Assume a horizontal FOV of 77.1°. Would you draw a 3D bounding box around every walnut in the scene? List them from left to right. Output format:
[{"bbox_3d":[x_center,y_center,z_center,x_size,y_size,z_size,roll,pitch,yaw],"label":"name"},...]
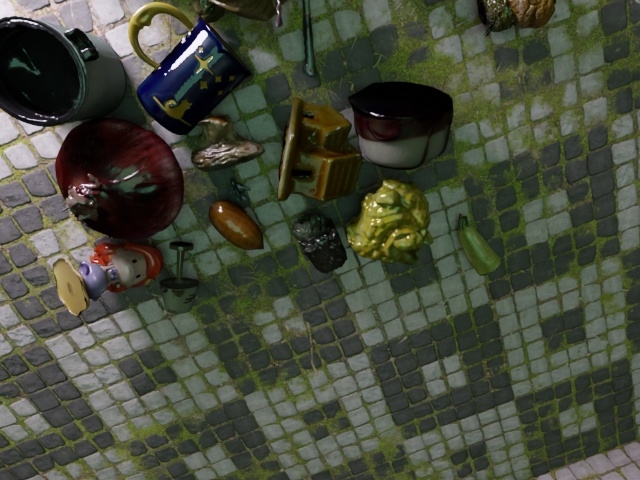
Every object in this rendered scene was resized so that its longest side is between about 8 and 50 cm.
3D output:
[{"bbox_3d":[-0.284,-0.604,1.023,0.092,0.092,0.092,-2,111,-6],"label":"walnut"},{"bbox_3d":[-0.249,-0.042,1.220,0.207,0.116,0.116,41,101,-13],"label":"walnut"}]

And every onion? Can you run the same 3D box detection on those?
[{"bbox_3d":[-0.547,-0.144,1.057,0.347,0.285,0.348,5,119,10],"label":"onion"}]

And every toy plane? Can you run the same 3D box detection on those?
[{"bbox_3d":[-0.255,-0.154,1.220,0.078,0.031,0.083,-21,112,1],"label":"toy plane"}]

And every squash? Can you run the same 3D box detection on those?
[{"bbox_3d":[0.518,0.005,1.349,0.094,0.094,0.224,-34,104,6],"label":"squash"}]

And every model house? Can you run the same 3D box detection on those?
[{"bbox_3d":[0.007,-0.243,1.142,0.238,0.173,0.268,10,112,-9],"label":"model house"}]

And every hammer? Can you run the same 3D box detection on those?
[{"bbox_3d":[-0.037,-0.596,1.080,0.111,0.033,0.288,-4,111,-4],"label":"hammer"}]

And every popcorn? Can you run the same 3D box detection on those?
[{"bbox_3d":[0.222,-0.054,1.213,0.241,0.235,0.250,-2,133,-31],"label":"popcorn"}]

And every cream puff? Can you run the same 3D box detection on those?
[{"bbox_3d":[0.501,-0.628,1.068,0.168,0.183,0.183,-23,112,16],"label":"cream puff"}]

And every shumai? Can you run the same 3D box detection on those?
[{"bbox_3d":[-0.268,-0.271,1.105,0.209,0.161,0.153,-6,115,25],"label":"shumai"}]

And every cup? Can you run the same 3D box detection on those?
[{"bbox_3d":[-0.357,-0.441,1.027,0.256,0.178,0.255,-39,107,10],"label":"cup"}]

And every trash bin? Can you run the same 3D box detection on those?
[{"bbox_3d":[-0.621,-0.395,0.963,0.277,0.263,0.217,-26,112,4],"label":"trash bin"}]

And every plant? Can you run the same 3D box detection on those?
[{"bbox_3d":[0.000,0.000,1.256,0.129,0.132,0.195,-31,115,2],"label":"plant"}]

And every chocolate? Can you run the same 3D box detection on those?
[{"bbox_3d":[0.214,-0.305,1.114,0.283,0.284,0.186,-3,129,-5],"label":"chocolate"}]

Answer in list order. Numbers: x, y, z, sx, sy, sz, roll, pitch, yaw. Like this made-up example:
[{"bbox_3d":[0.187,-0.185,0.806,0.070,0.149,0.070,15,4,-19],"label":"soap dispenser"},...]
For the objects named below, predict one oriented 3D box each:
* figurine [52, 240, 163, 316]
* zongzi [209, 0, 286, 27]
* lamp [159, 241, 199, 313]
[{"bbox_3d":[-0.619,0.086,1.178,0.208,0.257,0.181,-35,85,35],"label":"figurine"},{"bbox_3d":[-0.322,-0.599,0.929,0.466,0.218,0.500,-30,93,17],"label":"zongzi"},{"bbox_3d":[-0.439,0.115,1.256,0.121,0.121,0.215,7,100,-9],"label":"lamp"}]
